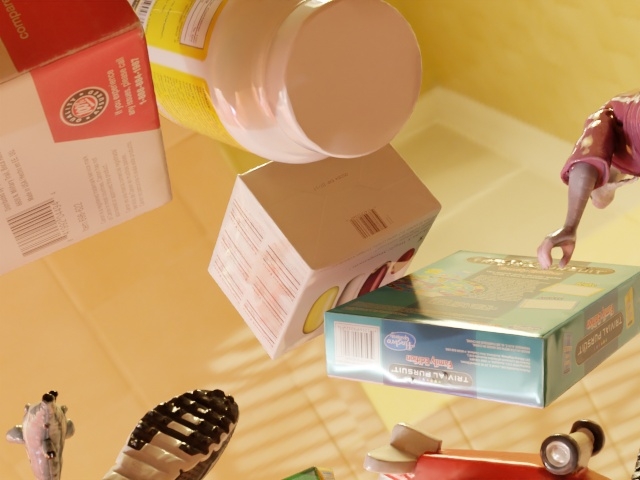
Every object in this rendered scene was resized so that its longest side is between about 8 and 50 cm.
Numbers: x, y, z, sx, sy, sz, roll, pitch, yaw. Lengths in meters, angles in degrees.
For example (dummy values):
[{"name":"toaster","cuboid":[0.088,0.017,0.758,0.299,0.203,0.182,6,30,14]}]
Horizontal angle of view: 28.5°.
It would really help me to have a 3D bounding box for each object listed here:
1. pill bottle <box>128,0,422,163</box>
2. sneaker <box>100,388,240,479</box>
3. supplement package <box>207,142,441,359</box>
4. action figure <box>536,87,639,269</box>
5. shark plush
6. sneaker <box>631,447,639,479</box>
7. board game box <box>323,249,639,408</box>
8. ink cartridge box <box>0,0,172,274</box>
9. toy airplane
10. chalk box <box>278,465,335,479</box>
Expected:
[{"name":"pill bottle","cuboid":[-0.052,-0.177,1.218,0.188,0.188,0.334,-36,-151,-17]},{"name":"sneaker","cuboid":[-0.156,0.233,1.169,0.078,0.106,0.234,24,-136,19]},{"name":"supplement package","cuboid":[0.000,0.000,1.481,0.194,0.149,0.203,-25,157,-29]},{"name":"action figure","cuboid":[0.339,-0.117,1.216,0.248,0.275,0.370,-7,180,-20]},{"name":"shark plush","cuboid":[-0.277,0.202,1.313,0.161,0.073,0.067,-55,-141,46]},{"name":"sneaker","cuboid":[0.464,0.335,1.625,0.107,0.124,0.283,-6,-152,43]},{"name":"board game box","cuboid":[0.200,0.090,1.433,0.254,0.079,0.336,5,-166,32]},{"name":"ink cartridge box","cuboid":[-0.325,-0.071,0.942,0.385,0.160,0.279,-25,160,-13]},{"name":"toy airplane","cuboid":[0.251,0.418,1.946,0.386,0.272,0.384,-5,-178,-15]},{"name":"chalk box","cuboid":[-0.069,0.418,1.780,0.213,0.132,0.132,-22,166,5]}]
